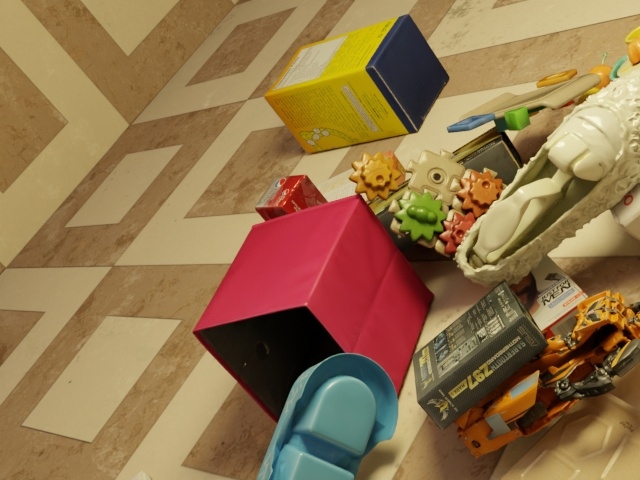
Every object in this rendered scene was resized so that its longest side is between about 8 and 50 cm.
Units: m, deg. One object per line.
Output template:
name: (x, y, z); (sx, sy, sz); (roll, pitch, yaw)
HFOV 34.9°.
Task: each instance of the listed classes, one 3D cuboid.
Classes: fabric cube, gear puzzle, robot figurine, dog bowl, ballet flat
fabric cube: (-0.004, 0.122, 1.700); (0.254, 0.259, 0.258); (-17, 33, 37)
gear puzzle: (0.208, -0.065, 1.651); (0.044, 0.338, 0.176); (112, -178, -71)
robot figurine: (0.313, 0.170, 1.359); (0.291, 0.085, 0.211); (-39, 4, 23)
dog bowl: (0.003, 0.309, 1.488); (0.074, 0.166, 0.297); (-10, 55, 63)
ballet flat: (0.344, -0.076, 1.477); (0.409, 0.147, 0.147); (-51, 22, 23)

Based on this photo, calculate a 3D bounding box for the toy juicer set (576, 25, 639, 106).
toy juicer set: (0.535, -0.290, 1.769); (0.209, 0.089, 0.329); (-34, 15, 14)

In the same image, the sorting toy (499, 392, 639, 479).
sorting toy: (0.335, 0.296, 1.275); (0.208, 0.038, 0.193); (-47, 28, -6)

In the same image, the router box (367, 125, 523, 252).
router box: (0.215, -0.085, 1.843); (0.308, 0.081, 0.243); (-32, 7, 14)

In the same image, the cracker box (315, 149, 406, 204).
cracker box: (0.060, -0.079, 2.119); (0.232, 0.067, 0.156); (-23, 31, 26)

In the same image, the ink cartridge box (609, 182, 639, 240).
ink cartridge box: (0.549, -0.141, 1.485); (0.283, 0.117, 0.207); (-47, 25, 26)

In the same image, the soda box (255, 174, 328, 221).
soda box: (0.000, 0.000, 1.862); (0.092, 0.263, 0.083); (0, 48, 51)

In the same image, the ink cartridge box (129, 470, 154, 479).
ink cartridge box: (-0.344, 0.523, 1.681); (0.237, 0.100, 0.172); (-39, 28, 2)

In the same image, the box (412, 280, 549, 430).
box: (0.215, 0.154, 1.421); (0.183, 0.059, 0.233); (-40, 4, 8)

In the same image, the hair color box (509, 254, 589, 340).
hair color box: (0.343, 0.089, 1.546); (0.093, 0.053, 0.167); (-38, 27, 5)

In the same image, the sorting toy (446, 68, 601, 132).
sorting toy: (0.370, -0.234, 1.781); (0.196, 0.047, 0.347); (-6, 17, 46)

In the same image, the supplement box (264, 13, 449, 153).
supplement box: (0.082, -0.355, 2.363); (0.356, 0.195, 0.194); (-6, 42, 45)
